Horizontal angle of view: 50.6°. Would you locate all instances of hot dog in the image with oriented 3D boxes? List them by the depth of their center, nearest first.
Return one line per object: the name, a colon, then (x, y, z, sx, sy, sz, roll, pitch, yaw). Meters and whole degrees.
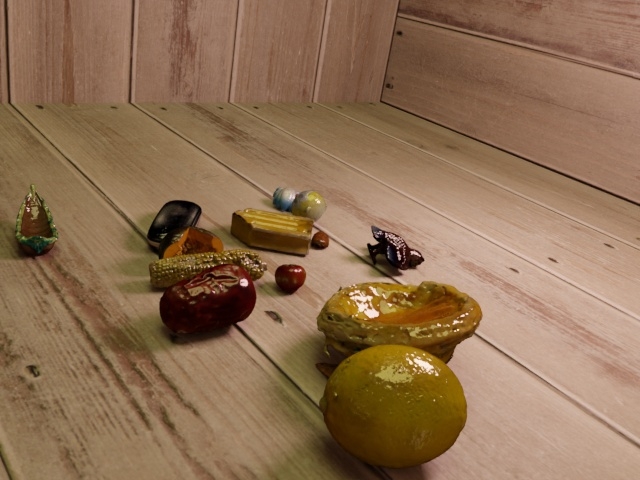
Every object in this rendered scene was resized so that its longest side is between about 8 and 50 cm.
hot dog: (0.000, 0.000, 2.165, 0.058, 0.035, 0.083, 10, 23, 0)

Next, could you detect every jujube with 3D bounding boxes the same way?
jujube: (-0.263, 0.140, 1.600, 0.230, 0.155, 0.155, -13, 32, -39)

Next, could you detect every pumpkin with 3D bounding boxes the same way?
pumpkin: (-0.373, 0.016, 1.876, 0.183, 0.119, 0.107, -6, 39, -40)

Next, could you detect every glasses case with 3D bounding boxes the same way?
glasses case: (-0.440, -0.052, 2.061, 0.122, 0.075, 0.314, 7, 23, -3)

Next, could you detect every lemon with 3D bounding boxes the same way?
lemon: (0.139, 0.309, 1.271, 0.263, 0.236, 0.236, -22, 34, -18)

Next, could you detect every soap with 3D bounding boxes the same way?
soap: (-0.155, -0.033, 2.124, 0.257, 0.080, 0.160, 9, 22, 0)

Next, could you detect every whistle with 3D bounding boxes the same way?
whistle: (-0.042, -0.121, 2.335, 0.123, 0.123, 0.223, 10, 10, 1)

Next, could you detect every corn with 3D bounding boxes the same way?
corn: (-0.296, 0.077, 1.806, 0.319, 0.097, 0.097, -4, 27, -25)

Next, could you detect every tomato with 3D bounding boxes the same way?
tomato: (-0.084, 0.102, 1.853, 0.087, 0.075, 0.087, 2, 10, 0)

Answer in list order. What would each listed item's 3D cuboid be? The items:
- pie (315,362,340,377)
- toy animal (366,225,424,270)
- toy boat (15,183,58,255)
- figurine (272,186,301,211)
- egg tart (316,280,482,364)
pie: (0.060, 0.308, 1.486, 0.092, 0.034, 0.170, -2, 20, -21)
toy animal: (0.238, 0.023, 2.105, 0.179, 0.116, 0.218, 5, 17, -8)
toy boat: (-0.796, -0.048, 1.895, 0.108, 0.099, 0.293, -2, 33, -25)
figurine: (-0.120, -0.142, 2.416, 0.114, 0.079, 0.114, 6, 60, -11)
egg tart: (0.180, 0.202, 1.551, 0.387, 0.169, 0.388, -6, 15, 2)
